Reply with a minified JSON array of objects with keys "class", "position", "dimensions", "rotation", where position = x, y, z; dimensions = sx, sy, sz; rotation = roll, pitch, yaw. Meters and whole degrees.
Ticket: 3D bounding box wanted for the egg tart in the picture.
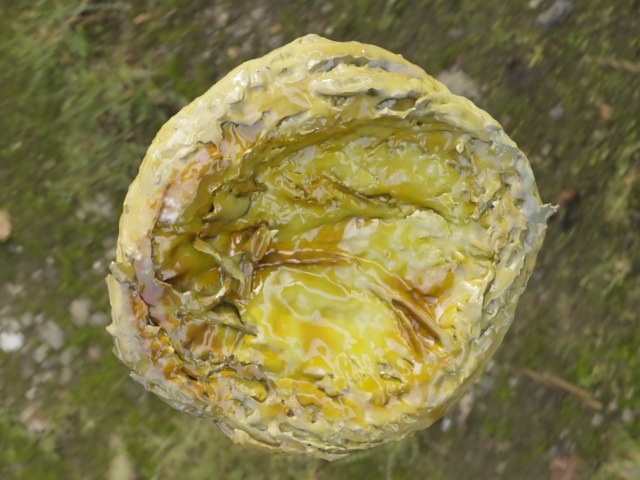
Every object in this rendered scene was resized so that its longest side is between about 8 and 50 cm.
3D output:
[{"class":"egg tart","position":[0.000,0.000,0.898],"dimensions":[0.252,0.098,0.231],"rotation":[-5,109,-23]}]
